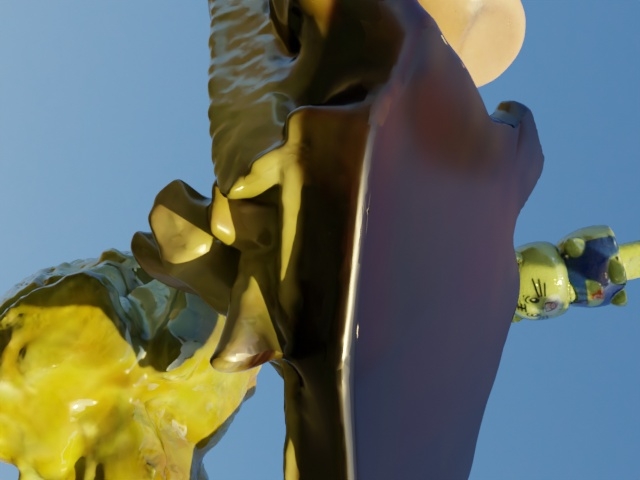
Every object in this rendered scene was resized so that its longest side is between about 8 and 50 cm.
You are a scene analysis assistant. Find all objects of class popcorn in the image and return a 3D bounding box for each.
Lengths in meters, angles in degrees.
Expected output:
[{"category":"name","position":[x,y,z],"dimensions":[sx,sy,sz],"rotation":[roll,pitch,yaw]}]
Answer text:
[{"category":"popcorn","position":[-0.178,0.135,1.299],"dimensions":[0.225,0.277,0.276],"rotation":[-175,-101,-83]}]

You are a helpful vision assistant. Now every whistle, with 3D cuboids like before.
[{"category":"whistle","position":[0.293,0.035,1.626],"dimensions":[0.085,0.228,0.105],"rotation":[-100,178,-47]}]

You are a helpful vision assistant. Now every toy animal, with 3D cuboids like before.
[{"category":"toy animal","position":[0.136,-0.276,1.610],"dimensions":[0.250,0.166,0.154],"rotation":[63,-2,-37]}]

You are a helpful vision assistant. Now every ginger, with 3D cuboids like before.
[{"category":"ginger","position":[0.000,0.000,1.015],"dimensions":[0.211,0.358,0.413],"rotation":[7,-90,27]}]
